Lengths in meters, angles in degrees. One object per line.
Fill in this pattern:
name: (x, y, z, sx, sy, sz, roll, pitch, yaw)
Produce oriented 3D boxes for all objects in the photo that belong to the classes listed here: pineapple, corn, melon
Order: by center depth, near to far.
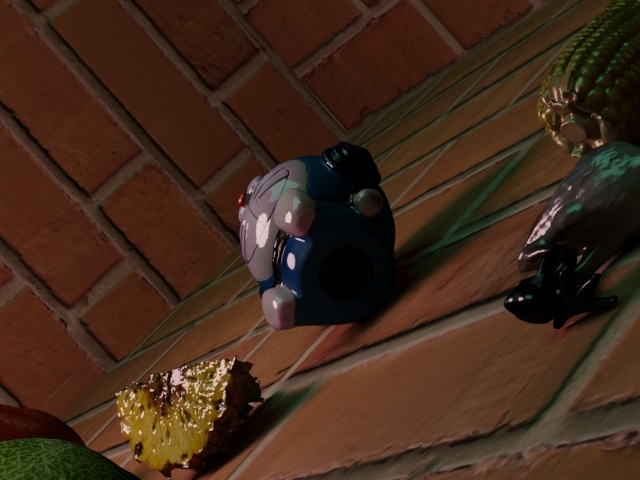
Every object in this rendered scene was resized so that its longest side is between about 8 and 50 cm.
corn: (0.374, -0.222, 1.675, 0.144, 0.144, 0.387, -34, 11, 44)
melon: (-0.388, 0.385, 1.844, 0.331, 0.226, 0.343, 12, 41, 29)
pineapple: (-0.152, 0.249, 1.870, 0.249, 0.140, 0.164, -18, -22, 34)

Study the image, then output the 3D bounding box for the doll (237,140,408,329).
doll: (0.000, 0.000, 1.982, 0.284, 0.240, 0.310, -67, 20, 10)

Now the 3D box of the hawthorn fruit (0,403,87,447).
hawthorn fruit: (-0.486, 0.368, 2.052, 0.295, 0.311, 0.295, -23, 45, 24)

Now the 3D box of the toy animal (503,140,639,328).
toy animal: (0.285, -0.046, 1.290, 0.324, 0.090, 0.195, -51, 15, -7)
